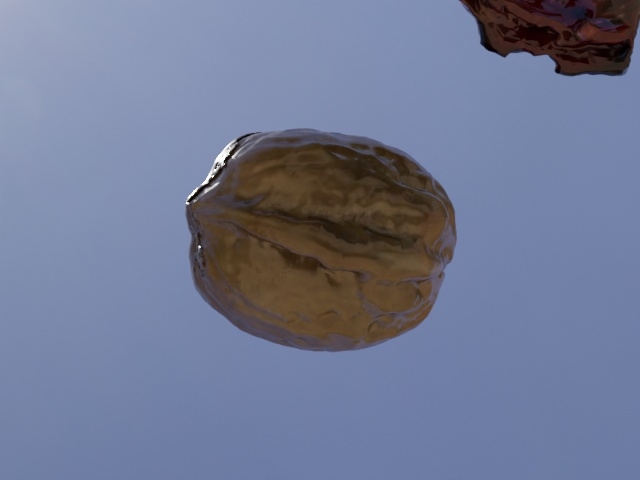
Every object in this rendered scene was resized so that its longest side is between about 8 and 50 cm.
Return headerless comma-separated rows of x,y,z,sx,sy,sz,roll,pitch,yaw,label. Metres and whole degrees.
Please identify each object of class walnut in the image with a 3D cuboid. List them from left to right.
0.000,0.000,0.900,0.245,0.198,0.198,14,-97,-20,walnut

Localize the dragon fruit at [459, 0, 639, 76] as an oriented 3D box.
0.184,-0.324,0.867,0.228,0.286,0.329,-63,-31,-35,dragon fruit
